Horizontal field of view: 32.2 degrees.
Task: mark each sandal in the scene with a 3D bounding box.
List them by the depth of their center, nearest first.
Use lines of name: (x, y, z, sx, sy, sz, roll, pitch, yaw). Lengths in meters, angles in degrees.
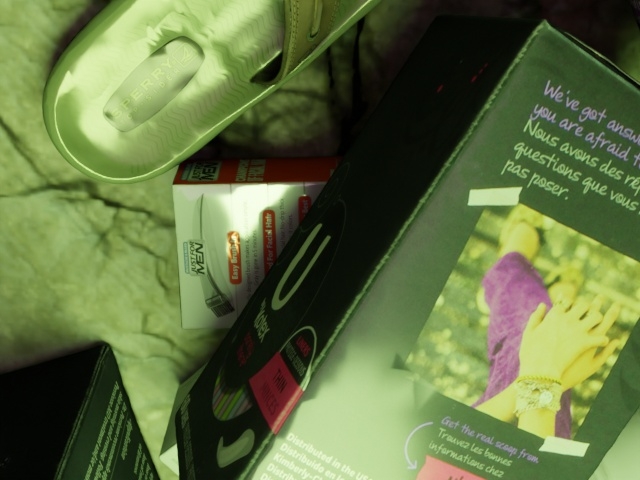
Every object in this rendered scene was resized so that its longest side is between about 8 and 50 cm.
sandal: (-0.033, -0.134, 0.585, 0.120, 0.086, 0.303, 39, 108, -14)

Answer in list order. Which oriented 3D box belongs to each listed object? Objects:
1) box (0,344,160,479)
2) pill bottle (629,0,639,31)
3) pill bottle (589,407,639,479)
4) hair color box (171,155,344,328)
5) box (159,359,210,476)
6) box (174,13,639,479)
box: (-0.174, 0.287, 0.622, 0.178, 0.343, 0.313, -16, 110, 6)
pill bottle: (0.226, -0.163, 0.518, 0.181, 0.181, 0.323, -23, 110, 10)
pill bottle: (0.102, 0.208, 0.683, 0.283, 0.160, 0.160, -28, 109, 12)
hair color box: (0.000, 0.000, 0.658, 0.167, 0.053, 0.093, -1, 112, 0)
box: (-0.026, 0.114, 0.686, 0.102, 0.087, 0.101, -41, 106, 16)
box: (0.059, 0.039, 0.543, 0.143, 0.165, 0.270, 32, 95, -15)
